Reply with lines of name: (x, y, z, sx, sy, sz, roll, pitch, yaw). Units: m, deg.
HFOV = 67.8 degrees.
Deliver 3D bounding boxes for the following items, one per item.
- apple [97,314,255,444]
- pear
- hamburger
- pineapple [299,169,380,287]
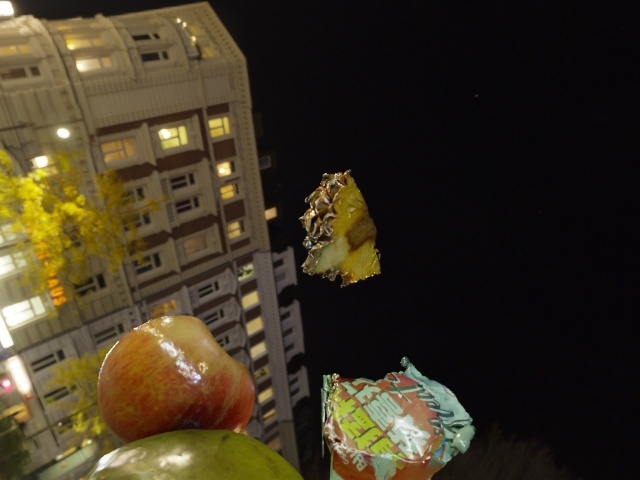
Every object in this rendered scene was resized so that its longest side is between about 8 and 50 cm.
apple: (-0.250, 0.297, 0.848, 0.293, 0.251, 0.163, 55, -5, -28)
pear: (-0.166, 0.436, 0.662, 0.413, 0.352, 0.352, 22, -41, -8)
hamburger: (0.128, 0.354, 0.856, 0.260, 0.276, 0.150, -120, -152, -57)
pineapple: (0.002, 0.004, 0.876, 0.140, 0.164, 0.249, 21, -27, 38)
